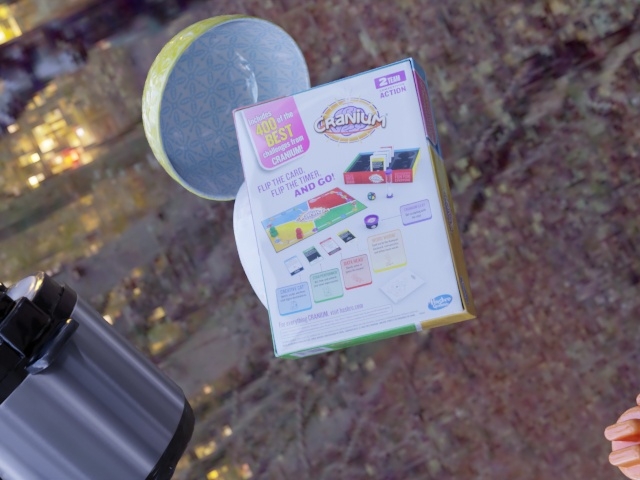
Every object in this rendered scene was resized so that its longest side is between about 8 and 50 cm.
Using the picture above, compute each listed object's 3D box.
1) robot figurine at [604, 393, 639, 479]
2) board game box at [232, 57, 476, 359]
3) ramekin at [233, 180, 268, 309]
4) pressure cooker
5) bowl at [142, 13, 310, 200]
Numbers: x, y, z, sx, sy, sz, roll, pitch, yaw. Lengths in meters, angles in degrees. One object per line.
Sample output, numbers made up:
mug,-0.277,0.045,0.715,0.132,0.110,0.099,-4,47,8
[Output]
robot figurine,0.574,0.341,2.071,0.158,0.219,0.128,51,126,49
board game box,0.038,-0.036,1.512,0.064,0.242,0.316,24,-126,-69
ramekin,0.000,0.000,1.751,0.277,0.135,0.277,40,-142,-41
pressure cooker,-0.453,0.254,1.909,0.420,0.370,0.375,46,-176,-17
bowl,-0.172,-0.221,1.937,0.156,0.289,0.289,27,147,45
